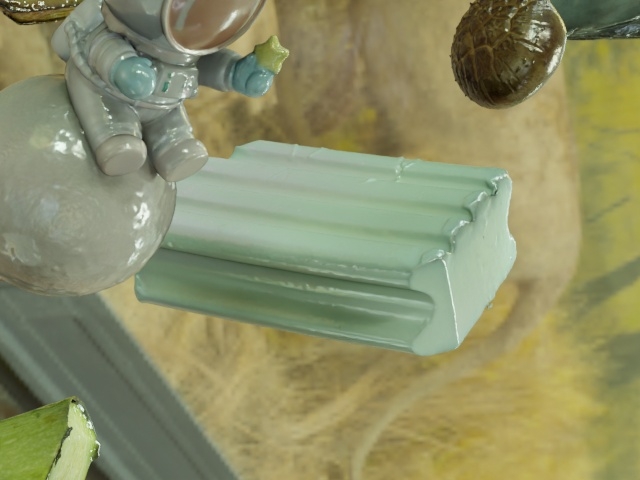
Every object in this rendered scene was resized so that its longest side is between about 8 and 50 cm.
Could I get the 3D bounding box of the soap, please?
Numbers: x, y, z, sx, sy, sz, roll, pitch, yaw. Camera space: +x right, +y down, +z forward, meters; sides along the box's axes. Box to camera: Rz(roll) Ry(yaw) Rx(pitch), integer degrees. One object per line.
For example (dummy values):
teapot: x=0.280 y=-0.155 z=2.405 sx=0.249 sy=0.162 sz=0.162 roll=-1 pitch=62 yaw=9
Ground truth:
soap: x=0.000 y=0.000 z=1.134 sx=0.173 sy=0.290 sz=0.095 roll=-48 pitch=139 yaw=-49

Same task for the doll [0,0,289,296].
doll: x=-0.121 y=-0.098 z=0.831 sx=0.287 sy=0.151 sz=0.151 roll=-57 pitch=175 yaw=26

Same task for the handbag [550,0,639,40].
handbag: x=0.356 y=-0.316 z=1.524 sx=0.075 sy=0.332 sz=0.191 roll=-119 pitch=-153 yaw=-63

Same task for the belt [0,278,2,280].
belt: x=-0.390 y=-0.026 z=1.546 sx=0.128 sy=0.124 sz=0.201 roll=53 pitch=33 yaw=-29

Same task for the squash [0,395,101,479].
squash: x=-0.333 y=0.234 z=1.164 sx=0.137 sy=0.288 sz=0.137 roll=165 pitch=-90 yaw=-88

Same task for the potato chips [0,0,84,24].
potato chips: x=-0.172 y=-0.211 z=1.105 sx=0.204 sy=0.026 sz=0.037 roll=-24 pitch=84 yaw=-30

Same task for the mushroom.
mushroom: x=0.165 y=-0.175 z=1.198 sx=0.085 sy=0.109 sz=0.126 roll=59 pitch=-11 yaw=-31
